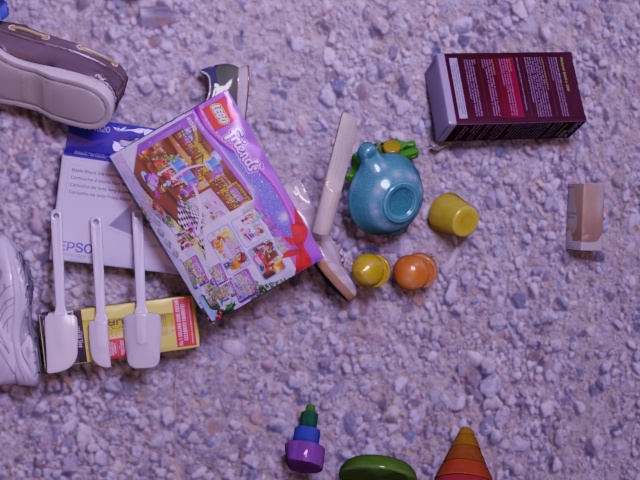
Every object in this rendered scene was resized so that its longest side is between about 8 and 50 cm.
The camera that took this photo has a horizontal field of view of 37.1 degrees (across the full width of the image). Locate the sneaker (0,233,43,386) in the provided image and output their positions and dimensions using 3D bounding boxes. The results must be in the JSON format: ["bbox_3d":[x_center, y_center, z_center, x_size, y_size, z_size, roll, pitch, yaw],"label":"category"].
[{"bbox_3d":[-0.480,0.109,1.405,0.115,0.090,0.232,-6,92,-9],"label":"sneaker"}]

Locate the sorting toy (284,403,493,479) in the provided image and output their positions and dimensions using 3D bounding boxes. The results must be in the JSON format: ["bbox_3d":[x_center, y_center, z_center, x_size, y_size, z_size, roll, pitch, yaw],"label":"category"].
[{"bbox_3d":[0.122,0.341,1.560,0.365,0.127,0.126,14,60,-10],"label":"sorting toy"}]

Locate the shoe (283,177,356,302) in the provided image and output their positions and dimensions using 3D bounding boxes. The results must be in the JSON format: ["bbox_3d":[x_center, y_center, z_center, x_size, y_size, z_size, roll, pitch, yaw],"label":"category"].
[{"bbox_3d":[0.000,0.000,1.514,0.058,0.076,0.219,-35,97,-4],"label":"shoe"}]

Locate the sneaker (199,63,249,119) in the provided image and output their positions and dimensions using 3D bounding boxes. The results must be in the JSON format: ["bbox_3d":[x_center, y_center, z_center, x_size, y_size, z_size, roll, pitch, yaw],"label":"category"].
[{"bbox_3d":[-0.160,-0.181,1.483,0.086,0.064,0.192,6,91,-5],"label":"sneaker"}]

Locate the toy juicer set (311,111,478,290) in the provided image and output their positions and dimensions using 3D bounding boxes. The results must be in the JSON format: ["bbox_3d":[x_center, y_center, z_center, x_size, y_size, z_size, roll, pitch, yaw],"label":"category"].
[{"bbox_3d":[0.086,-0.040,1.502,0.329,0.089,0.209,31,91,-33],"label":"toy juicer set"}]

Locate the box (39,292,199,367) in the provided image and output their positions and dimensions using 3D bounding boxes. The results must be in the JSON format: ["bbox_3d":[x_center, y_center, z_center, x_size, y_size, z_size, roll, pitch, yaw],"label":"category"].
[{"bbox_3d":[-0.306,0.137,1.458,0.232,0.058,0.087,-6,90,-13],"label":"box"}]

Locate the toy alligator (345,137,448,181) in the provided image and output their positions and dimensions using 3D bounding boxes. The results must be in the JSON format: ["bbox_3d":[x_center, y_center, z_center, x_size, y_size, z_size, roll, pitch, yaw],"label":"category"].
[{"bbox_3d":[0.115,-0.144,1.553,0.189,0.056,0.051,-22,53,-18],"label":"toy alligator"}]

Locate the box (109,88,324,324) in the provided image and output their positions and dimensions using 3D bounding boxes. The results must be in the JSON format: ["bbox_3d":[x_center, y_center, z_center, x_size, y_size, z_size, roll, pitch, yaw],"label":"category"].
[{"bbox_3d":[-0.152,-0.050,1.428,0.201,0.057,0.293,-30,97,-3],"label":"box"}]

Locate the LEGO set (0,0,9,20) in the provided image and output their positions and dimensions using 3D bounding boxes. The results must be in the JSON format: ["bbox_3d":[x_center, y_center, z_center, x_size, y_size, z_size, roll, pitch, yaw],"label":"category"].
[{"bbox_3d":[-0.482,-0.385,1.371,0.093,0.087,0.227,-33,54,-27],"label":"LEGO set"}]

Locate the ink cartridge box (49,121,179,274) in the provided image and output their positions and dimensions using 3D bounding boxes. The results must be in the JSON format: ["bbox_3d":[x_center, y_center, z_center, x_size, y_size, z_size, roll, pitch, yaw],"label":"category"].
[{"bbox_3d":[-0.290,-0.067,1.462,0.223,0.045,0.224,7,90,-13],"label":"ink cartridge box"}]

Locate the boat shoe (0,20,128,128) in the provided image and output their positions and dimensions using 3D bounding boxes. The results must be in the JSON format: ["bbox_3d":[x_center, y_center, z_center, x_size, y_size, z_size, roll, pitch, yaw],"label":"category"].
[{"bbox_3d":[-0.445,-0.264,1.394,0.324,0.117,0.097,19,46,-2],"label":"boat shoe"}]

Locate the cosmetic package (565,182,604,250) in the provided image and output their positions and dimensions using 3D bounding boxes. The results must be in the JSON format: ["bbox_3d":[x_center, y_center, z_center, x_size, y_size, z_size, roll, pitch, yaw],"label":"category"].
[{"bbox_3d":[0.451,-0.040,1.625,0.041,0.060,0.115,1,90,-13],"label":"cosmetic package"}]

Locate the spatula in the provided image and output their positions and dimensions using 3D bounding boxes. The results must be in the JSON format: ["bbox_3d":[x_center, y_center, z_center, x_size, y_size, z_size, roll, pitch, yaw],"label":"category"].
[{"bbox_3d":[-0.325,0.072,1.420,0.168,0.019,0.242,-2,86,-7],"label":"spatula"}]

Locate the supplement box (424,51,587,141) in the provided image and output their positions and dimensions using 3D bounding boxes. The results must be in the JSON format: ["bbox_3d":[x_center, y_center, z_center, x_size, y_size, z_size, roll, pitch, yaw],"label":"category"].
[{"bbox_3d":[0.302,-0.236,1.559,0.239,0.073,0.130,-3,72,-12],"label":"supplement box"}]
